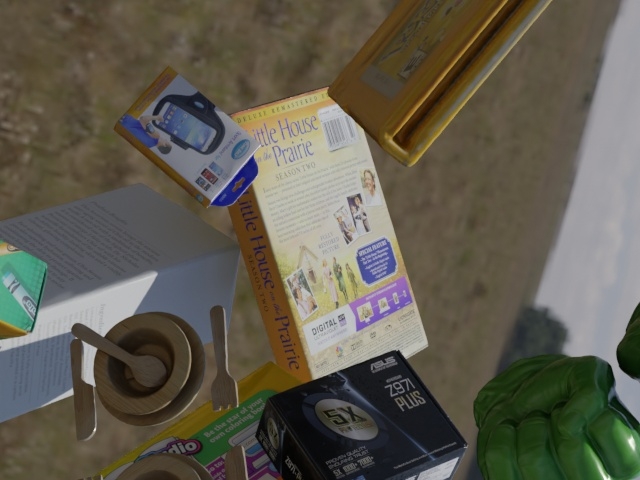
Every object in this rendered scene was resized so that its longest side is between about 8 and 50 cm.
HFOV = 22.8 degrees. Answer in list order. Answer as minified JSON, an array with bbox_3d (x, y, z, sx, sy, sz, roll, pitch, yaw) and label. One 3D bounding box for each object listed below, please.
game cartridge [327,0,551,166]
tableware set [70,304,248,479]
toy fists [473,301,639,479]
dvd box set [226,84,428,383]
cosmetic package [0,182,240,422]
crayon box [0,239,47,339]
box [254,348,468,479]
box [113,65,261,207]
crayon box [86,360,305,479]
[{"bbox_3d":[0.129,-0.220,1.557,0.285,0.052,0.324,-50,-164,4],"label":"game cartridge"},{"bbox_3d":[-0.122,0.138,1.124,0.039,0.128,0.194,50,29,-64],"label":"tableware set"},{"bbox_3d":[0.252,0.121,1.293,0.096,0.279,0.142,59,3,-30],"label":"toy fists"},{"bbox_3d":[0.000,0.000,2.268,0.307,0.062,0.420,-25,99,-54],"label":"dvd box set"},{"bbox_3d":[-0.353,0.078,2.166,0.453,0.230,0.161,-19,129,-42],"label":"cosmetic package"},{"bbox_3d":[-0.427,0.018,1.547,0.278,0.165,0.081,31,60,-41],"label":"crayon box"},{"bbox_3d":[0.045,0.220,1.752,0.180,0.147,0.077,-17,145,-29],"label":"box"},{"bbox_3d":[-0.123,-0.096,1.546,0.081,0.136,0.028,-51,-179,-21],"label":"box"},{"bbox_3d":[-0.081,0.334,1.915,0.363,0.313,0.106,-31,136,-36],"label":"crayon box"}]
